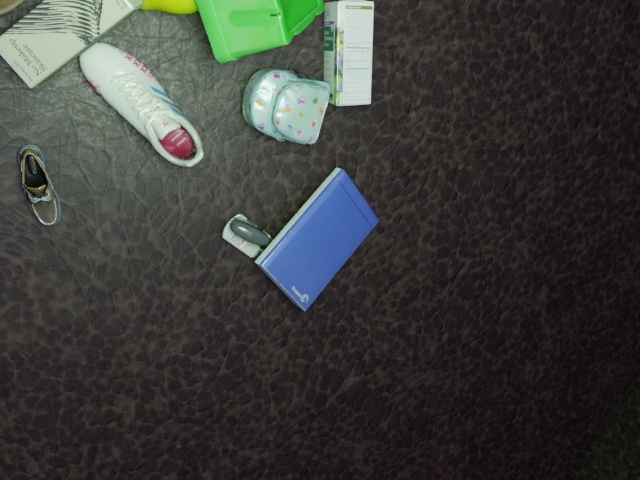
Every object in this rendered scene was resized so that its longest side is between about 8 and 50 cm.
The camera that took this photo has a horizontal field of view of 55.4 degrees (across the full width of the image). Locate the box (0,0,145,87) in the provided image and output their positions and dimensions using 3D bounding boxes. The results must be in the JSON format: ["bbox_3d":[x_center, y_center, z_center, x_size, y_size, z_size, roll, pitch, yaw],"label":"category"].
[{"bbox_3d":[-0.487,-0.422,1.185,0.275,0.094,0.113,-32,114,16],"label":"box"}]

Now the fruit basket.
[{"bbox_3d":[-0.218,-0.565,1.238,0.392,0.392,0.283,57,49,-27],"label":"fruit basket"}]

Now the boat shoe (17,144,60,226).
[{"bbox_3d":[-0.610,-0.111,1.312,0.066,0.066,0.183,-18,113,-16],"label":"boat shoe"}]

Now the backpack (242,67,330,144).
[{"bbox_3d":[-0.081,-0.314,1.421,0.189,0.144,0.165,10,109,-22],"label":"backpack"}]

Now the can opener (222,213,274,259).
[{"bbox_3d":[-0.125,0.037,1.545,0.283,0.095,0.076,38,91,-28],"label":"can opener"}]

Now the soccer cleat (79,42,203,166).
[{"bbox_3d":[-0.369,-0.288,1.308,0.116,0.143,0.331,-45,118,-3],"label":"soccer cleat"}]

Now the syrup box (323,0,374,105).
[{"bbox_3d":[0.065,-0.448,1.461,0.096,0.093,0.236,-7,110,-20],"label":"syrup box"}]

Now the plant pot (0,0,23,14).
[{"bbox_3d":[-0.622,-0.570,1.072,0.229,0.263,0.263,36,92,-11],"label":"plant pot"}]

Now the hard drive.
[{"bbox_3d":[0.000,0.000,1.562,0.318,0.040,0.210,-50,130,-13],"label":"hard drive"}]
